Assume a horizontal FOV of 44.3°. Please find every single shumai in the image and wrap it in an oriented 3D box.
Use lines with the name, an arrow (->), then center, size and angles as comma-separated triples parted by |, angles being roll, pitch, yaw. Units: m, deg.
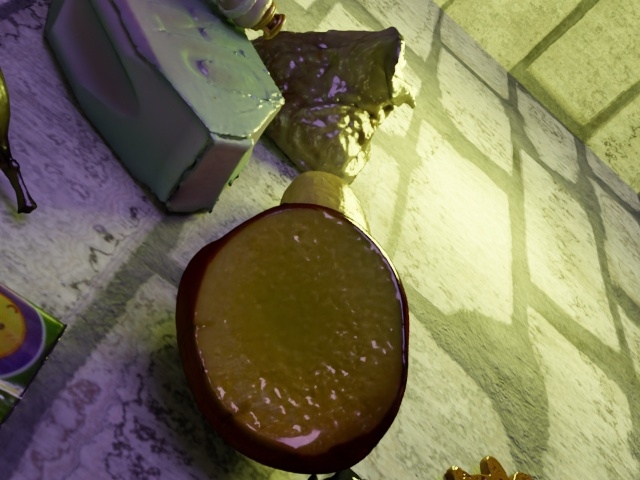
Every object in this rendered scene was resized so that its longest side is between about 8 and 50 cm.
shumai -> 0.026, -0.285, 1.342 | 0.314, 0.262, 0.267 | 50, 29, 9

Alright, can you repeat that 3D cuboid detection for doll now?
doll -> -0.114, -0.348, 1.137 | 0.127, 0.073, 0.084 | 36, -4, -32

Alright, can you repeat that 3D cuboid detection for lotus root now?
lotus root -> 0.003, 0.000, 1.098 | 0.146, 0.131, 0.303 | 32, 33, -22

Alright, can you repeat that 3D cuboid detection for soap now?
soap -> -0.217, -0.253, 1.102 | 0.261, 0.156, 0.446 | 3, 52, -51

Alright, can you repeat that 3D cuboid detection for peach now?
peach -> -0.016, 0.114, 0.836 | 0.245, 0.249, 0.274 | 41, 30, -59

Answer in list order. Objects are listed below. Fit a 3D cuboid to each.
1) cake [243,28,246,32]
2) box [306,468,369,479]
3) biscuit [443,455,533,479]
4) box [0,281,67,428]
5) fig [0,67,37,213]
cake -> -0.232, -0.444, 1.374 | 0.287, 0.098, 0.135 | 26, 37, -39
box -> 0.086, 0.380, 0.688 | 0.350, 0.091, 0.359 | 49, 8, 5
biscuit -> 0.248, 0.363, 1.072 | 0.205, 0.031, 0.138 | 7, 49, -48
box -> -0.382, 0.022, 0.623 | 0.345, 0.097, 0.134 | 38, 32, -15
fig -> -0.381, -0.140, 0.798 | 0.274, 0.146, 0.170 | 51, 29, -20
